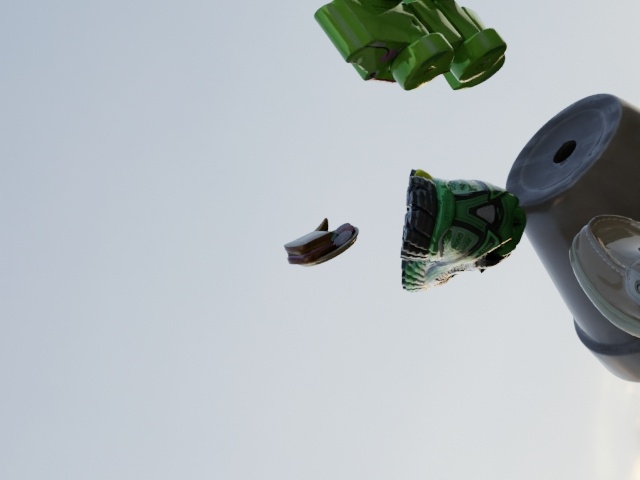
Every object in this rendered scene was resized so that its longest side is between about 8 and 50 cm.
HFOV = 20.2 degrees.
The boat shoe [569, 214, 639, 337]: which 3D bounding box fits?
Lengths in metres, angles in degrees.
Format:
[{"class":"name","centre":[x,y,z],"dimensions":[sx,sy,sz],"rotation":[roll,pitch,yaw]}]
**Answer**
[{"class":"boat shoe","centre":[0.370,0.047,1.754],"dimensions":[0.121,0.341,0.110],"rotation":[-16,-55,-26]}]

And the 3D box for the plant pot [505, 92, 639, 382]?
[{"class":"plant pot","centre":[0.394,-0.028,2.283],"dimensions":[0.280,0.323,0.323],"rotation":[42,-121,-21]}]

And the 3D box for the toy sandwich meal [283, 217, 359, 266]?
[{"class":"toy sandwich meal","centre":[0.000,0.000,1.888],"dimensions":[0.085,0.085,0.029],"rotation":[-44,-67,-46]}]

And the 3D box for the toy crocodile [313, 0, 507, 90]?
[{"class":"toy crocodile","centre":[0.096,-0.207,1.865],"dimensions":[0.105,0.115,0.340],"rotation":[-44,-15,27]}]

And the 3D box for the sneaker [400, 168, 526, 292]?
[{"class":"sneaker","centre":[0.173,0.000,2.200],"dimensions":[0.343,0.146,0.134],"rotation":[63,-146,-84]}]
